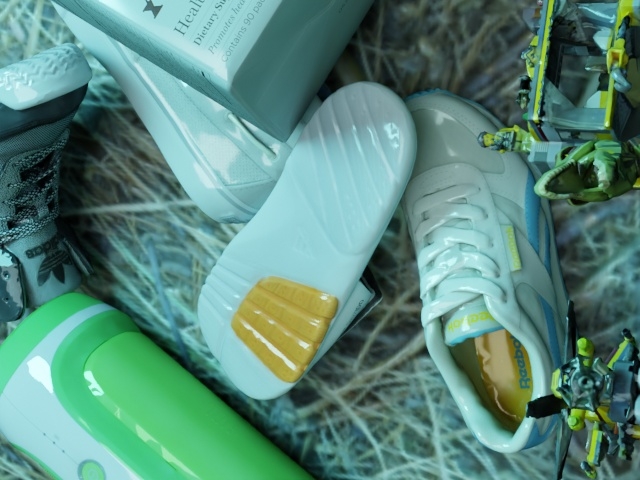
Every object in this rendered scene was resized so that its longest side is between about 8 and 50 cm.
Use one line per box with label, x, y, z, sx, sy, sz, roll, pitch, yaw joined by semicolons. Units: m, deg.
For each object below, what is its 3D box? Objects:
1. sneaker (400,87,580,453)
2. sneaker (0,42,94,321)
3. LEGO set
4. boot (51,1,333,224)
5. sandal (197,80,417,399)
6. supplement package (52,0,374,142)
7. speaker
sneaker;0.098;0.016;0.639;0.087;0.092;0.229;-22;90;29
sneaker;-0.208;-0.033;0.748;0.268;0.101;0.153;-22;99;52
LEGO set;0.150;-0.027;0.502;0.192;0.255;0.331;5;87;24
boot;-0.084;-0.146;0.702;0.123;0.095;0.258;-35;91;18
sandal;0.006;0.007;0.682;0.102;0.076;0.265;53;132;21
supplement package;-0.065;-0.198;0.584;0.203;0.149;0.194;32;89;11
speaker;-0.098;0.167;0.743;0.296;0.131;0.131;38;114;14
